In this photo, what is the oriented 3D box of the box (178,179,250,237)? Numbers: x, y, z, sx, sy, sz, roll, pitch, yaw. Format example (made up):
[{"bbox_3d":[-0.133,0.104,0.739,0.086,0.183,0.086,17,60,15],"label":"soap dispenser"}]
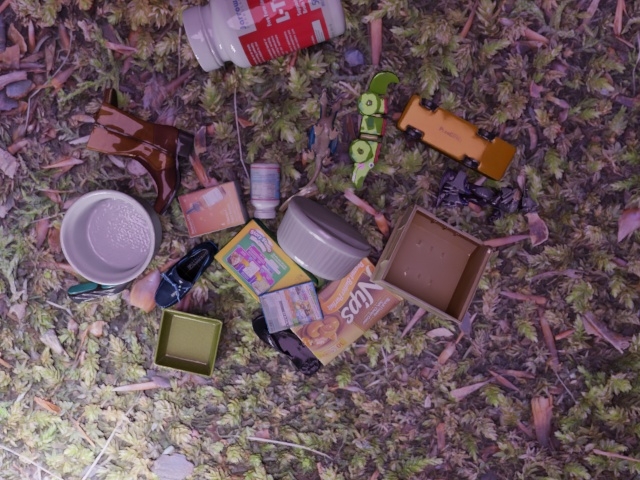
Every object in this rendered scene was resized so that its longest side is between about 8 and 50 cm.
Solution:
[{"bbox_3d":[-0.313,-0.095,1.791,0.171,0.091,0.130,-16,97,4],"label":"box"}]

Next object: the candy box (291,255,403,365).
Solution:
[{"bbox_3d":[0.071,0.201,1.816,0.316,0.087,0.183,-41,94,7],"label":"candy box"}]

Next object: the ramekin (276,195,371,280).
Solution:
[{"bbox_3d":[0.000,0.000,1.702,0.273,0.273,0.127,34,104,-2],"label":"ramekin"}]

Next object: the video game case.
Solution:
[{"bbox_3d":[-0.086,0.195,1.774,0.166,0.015,0.119,-16,95,6],"label":"video game case"}]

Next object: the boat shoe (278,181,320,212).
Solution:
[{"bbox_3d":[-0.062,-0.120,1.796,0.135,0.050,0.045,-36,90,7],"label":"boat shoe"}]

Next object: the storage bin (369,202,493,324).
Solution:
[{"bbox_3d":[0.319,0.063,1.727,0.262,0.123,0.260,28,79,-7],"label":"storage bin"}]

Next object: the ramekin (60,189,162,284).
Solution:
[{"bbox_3d":[-0.607,-0.017,1.793,0.277,0.135,0.277,0,99,2],"label":"ramekin"}]

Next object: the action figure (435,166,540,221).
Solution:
[{"bbox_3d":[0.479,-0.117,1.721,0.285,0.185,0.099,15,68,15],"label":"action figure"}]

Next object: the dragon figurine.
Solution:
[{"bbox_3d":[0.007,-0.288,1.751,0.085,0.144,0.289,12,118,-1],"label":"dragon figurine"}]

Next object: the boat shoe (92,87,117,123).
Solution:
[{"bbox_3d":[-0.641,-0.363,1.781,0.060,0.064,0.177,13,101,-1],"label":"boat shoe"}]

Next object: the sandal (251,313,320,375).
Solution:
[{"bbox_3d":[-0.100,0.315,1.856,0.254,0.054,0.097,39,98,-3],"label":"sandal"}]

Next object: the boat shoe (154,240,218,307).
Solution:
[{"bbox_3d":[-0.420,0.100,1.823,0.109,0.089,0.258,36,98,-3],"label":"boat shoe"}]

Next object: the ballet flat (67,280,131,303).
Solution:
[{"bbox_3d":[-0.669,0.154,1.859,0.203,0.074,0.074,-13,97,-2],"label":"ballet flat"}]

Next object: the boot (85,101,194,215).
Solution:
[{"bbox_3d":[-0.534,-0.231,1.744,0.281,0.096,0.264,17,98,-15],"label":"boot"}]

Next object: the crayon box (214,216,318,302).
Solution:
[{"bbox_3d":[-0.160,0.083,1.813,0.165,0.081,0.278,-43,94,7],"label":"crayon box"}]

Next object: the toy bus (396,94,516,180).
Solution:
[{"bbox_3d":[0.380,-0.290,1.711,0.333,0.130,0.108,27,99,-1],"label":"toy bus"}]

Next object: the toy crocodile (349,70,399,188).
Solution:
[{"bbox_3d":[0.144,-0.315,1.726,0.105,0.115,0.340,10,98,0],"label":"toy crocodile"}]

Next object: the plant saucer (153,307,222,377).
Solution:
[{"bbox_3d":[-0.407,0.312,1.875,0.189,0.045,0.188,12,98,0],"label":"plant saucer"}]

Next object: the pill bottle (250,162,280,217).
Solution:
[{"bbox_3d":[-0.163,-0.148,1.778,0.087,0.087,0.160,1,99,2],"label":"pill bottle"}]

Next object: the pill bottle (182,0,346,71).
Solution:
[{"bbox_3d":[-0.152,-0.609,1.641,0.408,0.229,0.228,-18,97,5],"label":"pill bottle"}]
